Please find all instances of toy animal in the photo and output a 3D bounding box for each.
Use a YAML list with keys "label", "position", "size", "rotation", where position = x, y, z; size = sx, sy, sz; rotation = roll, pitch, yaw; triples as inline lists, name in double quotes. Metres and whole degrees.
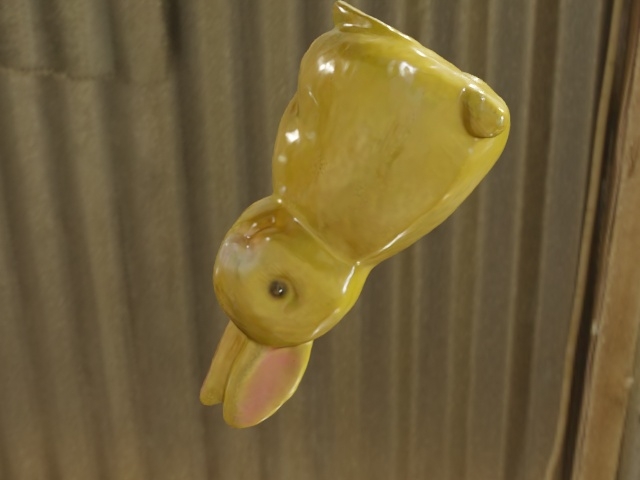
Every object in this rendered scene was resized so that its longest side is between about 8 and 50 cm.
- label: "toy animal"
  position: [0.000, 0.001, 0.516]
  size: [0.070, 0.083, 0.159]
  rotation: [26, -76, -38]
